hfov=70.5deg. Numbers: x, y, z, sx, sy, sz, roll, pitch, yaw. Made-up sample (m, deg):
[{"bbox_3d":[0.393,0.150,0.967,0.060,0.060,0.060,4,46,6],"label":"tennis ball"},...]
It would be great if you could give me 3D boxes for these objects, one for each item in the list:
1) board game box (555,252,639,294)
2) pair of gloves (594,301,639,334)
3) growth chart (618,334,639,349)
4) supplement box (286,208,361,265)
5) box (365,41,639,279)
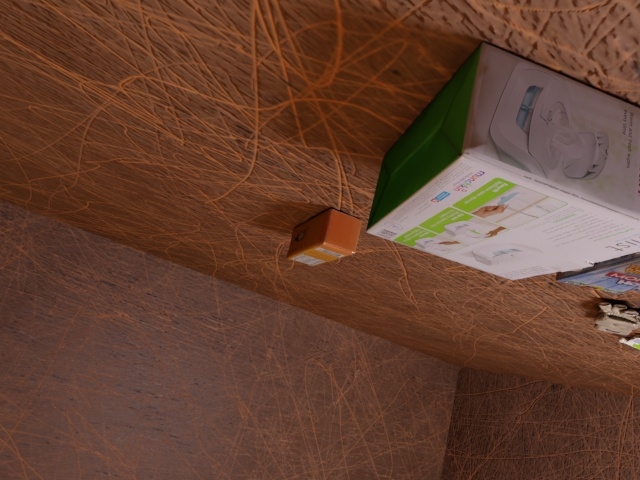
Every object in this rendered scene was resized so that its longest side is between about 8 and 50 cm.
[{"bbox_3d":[0.494,0.036,0.681,0.194,0.060,0.194,13,164,10],"label":"board game box"},{"bbox_3d":[0.737,0.185,0.988,0.240,0.042,0.204,7,165,33],"label":"pair of gloves"},{"bbox_3d":[0.891,0.263,1.143,0.171,0.021,0.237,20,163,-11],"label":"growth chart"},{"bbox_3d":[0.000,0.000,0.991,0.080,0.078,0.233,19,164,-21],"label":"supplement box"},{"bbox_3d":[0.207,-0.056,0.521,0.230,0.127,0.262,17,164,-7],"label":"box"}]
